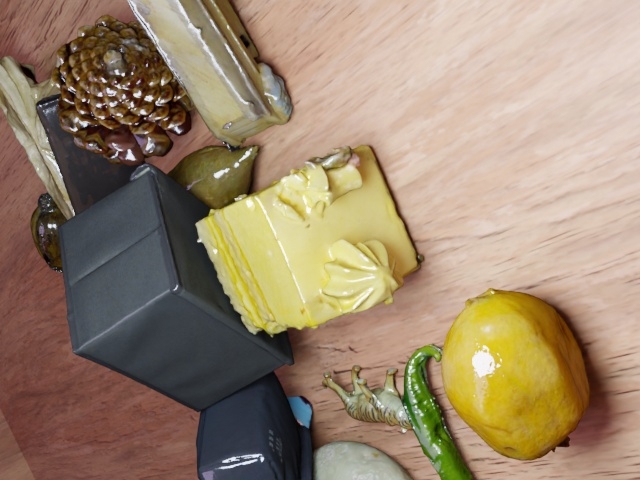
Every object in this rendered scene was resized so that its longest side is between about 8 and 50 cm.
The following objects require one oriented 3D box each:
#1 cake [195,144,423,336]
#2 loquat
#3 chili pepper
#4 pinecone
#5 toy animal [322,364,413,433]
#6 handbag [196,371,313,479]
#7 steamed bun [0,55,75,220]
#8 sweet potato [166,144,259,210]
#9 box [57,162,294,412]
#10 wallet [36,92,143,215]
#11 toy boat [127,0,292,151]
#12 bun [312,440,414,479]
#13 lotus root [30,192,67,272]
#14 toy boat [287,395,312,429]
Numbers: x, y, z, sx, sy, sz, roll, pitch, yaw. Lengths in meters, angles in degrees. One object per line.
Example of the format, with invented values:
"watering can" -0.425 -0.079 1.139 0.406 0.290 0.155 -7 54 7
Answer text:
"cake" 0.000 0.000 1.399 0.286 0.222 0.227 -21 96 55
"loquat" 0.245 0.173 1.213 0.176 0.187 0.234 -17 105 44
"chili pepper" 0.202 0.335 1.474 0.085 0.076 0.359 -9 105 57
"pinecone" -0.337 -0.252 1.672 0.264 0.264 0.264 30 133 39
"toy animal" 0.081 0.264 1.596 0.241 0.056 0.099 -7 105 53
"handbag" -0.097 0.394 1.646 0.302 0.178 0.275 -99 -10 -66
"steamed bun" -0.528 -0.238 2.002 0.428 0.189 0.247 58 163 5
"sweet potato" -0.219 -0.069 1.698 0.158 0.158 0.370 57 145 11
"box" -0.231 0.088 1.551 0.345 0.204 0.251 42 -156 -50
"wallet" -0.436 -0.154 1.901 0.042 0.165 0.310 -136 28 -60
"toy boat" -0.192 -0.348 1.461 0.136 0.162 0.445 -22 113 27
"bun" 0.056 0.532 1.657 0.365 0.219 0.365 25 125 40
"lotus root" -0.628 -0.021 2.291 0.120 0.120 0.209 24 128 43
"toy boat" -0.109 0.429 1.908 0.136 0.079 0.392 41 136 11
